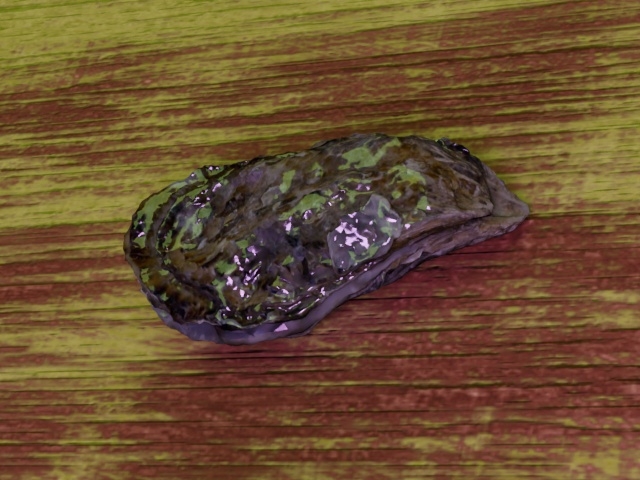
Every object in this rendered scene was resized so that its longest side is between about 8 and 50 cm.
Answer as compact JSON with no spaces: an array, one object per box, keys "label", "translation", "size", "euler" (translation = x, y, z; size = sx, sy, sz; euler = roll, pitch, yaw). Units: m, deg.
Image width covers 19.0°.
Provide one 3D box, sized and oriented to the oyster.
[{"label":"oyster","translation":[0.004,-0.004,1.635],"size":[0.351,0.158,0.162],"euler":[-11,88,6]}]
